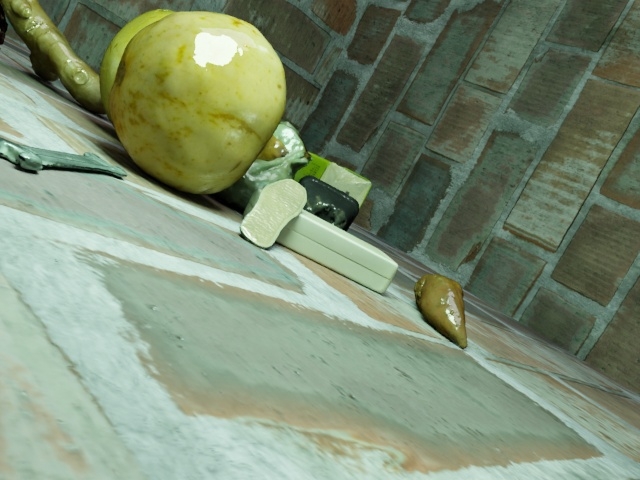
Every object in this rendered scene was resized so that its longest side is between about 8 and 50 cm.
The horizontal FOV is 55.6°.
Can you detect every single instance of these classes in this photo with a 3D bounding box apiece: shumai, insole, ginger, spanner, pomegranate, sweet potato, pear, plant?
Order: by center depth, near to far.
[{"bbox_3d":[-0.325,-0.102,0.781,0.071,0.017,0.302,29,5,-1],"label":"spanner"},{"bbox_3d":[-0.079,-0.056,1.077,0.081,0.011,0.248,35,31,-4],"label":"insole"},{"bbox_3d":[-0.208,-0.235,1.107,0.343,0.342,0.342,29,5,-3],"label":"pomegranate"},{"bbox_3d":[0.244,0.116,1.254,0.354,0.095,0.106,-89,159,-80],"label":"sweet potato"},{"bbox_3d":[-0.142,-0.174,1.351,0.225,0.221,0.261,32,10,3],"label":"shumai"},{"bbox_3d":[-0.333,-0.352,1.398,0.349,0.348,0.348,29,5,-3],"label":"pear"},{"bbox_3d":[-0.001,-0.063,1.436,0.165,0.141,0.256,27,9,-9],"label":"plant"},{"bbox_3d":[-0.706,-0.505,1.579,0.363,0.122,0.348,42,-18,33],"label":"ginger"}]

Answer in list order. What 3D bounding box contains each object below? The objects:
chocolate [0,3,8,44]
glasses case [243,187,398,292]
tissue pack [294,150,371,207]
[{"bbox_3d":[-0.846,-0.524,1.524,0.133,0.156,0.156,53,14,20],"label":"chocolate"},{"bbox_3d":[0.000,0.000,1.211,0.313,0.070,0.131,27,6,-19],"label":"glasses case"},{"bbox_3d":[-0.007,-0.138,1.764,0.167,0.200,0.275,25,7,-28],"label":"tissue pack"}]
